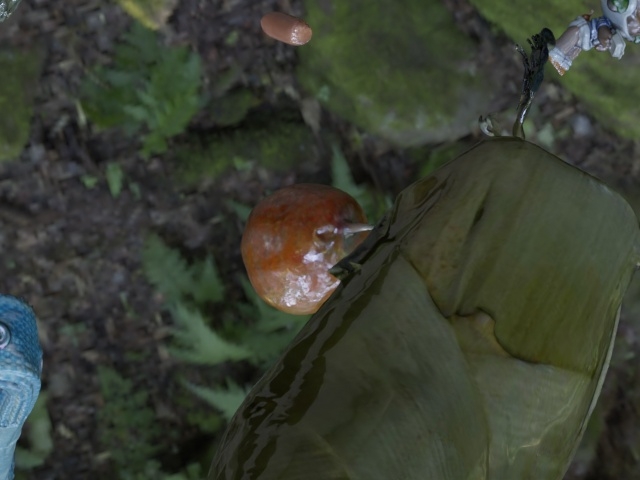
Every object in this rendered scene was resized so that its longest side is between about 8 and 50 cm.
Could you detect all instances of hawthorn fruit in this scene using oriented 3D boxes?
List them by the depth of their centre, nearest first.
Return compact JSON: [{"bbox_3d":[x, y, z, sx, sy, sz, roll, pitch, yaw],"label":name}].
[{"bbox_3d":[-0.009,-0.007,1.476,0.149,0.149,0.189,-6,145,-31],"label":"hawthorn fruit"}]

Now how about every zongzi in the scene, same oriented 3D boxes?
[{"bbox_3d":[0.077,0.041,0.734,0.447,0.181,0.418,-60,169,-9],"label":"zongzi"}]

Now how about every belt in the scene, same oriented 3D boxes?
[{"bbox_3d":[-0.267,0.129,1.028,0.087,0.072,0.302,-3,153,-20],"label":"belt"}]

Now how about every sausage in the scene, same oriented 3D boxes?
[{"bbox_3d":[-0.042,-0.254,1.612,0.034,0.083,0.034,-13,115,-29],"label":"sausage"}]

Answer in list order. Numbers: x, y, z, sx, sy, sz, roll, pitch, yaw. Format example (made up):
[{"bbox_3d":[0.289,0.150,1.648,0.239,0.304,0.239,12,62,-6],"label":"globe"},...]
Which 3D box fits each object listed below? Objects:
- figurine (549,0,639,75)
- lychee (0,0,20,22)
[{"bbox_3d":[0.382,-0.282,1.736,0.197,0.093,0.147,-48,156,8],"label":"figurine"},{"bbox_3d":[-0.450,-0.341,1.517,0.255,0.255,0.274,-14,116,-15],"label":"lychee"}]
